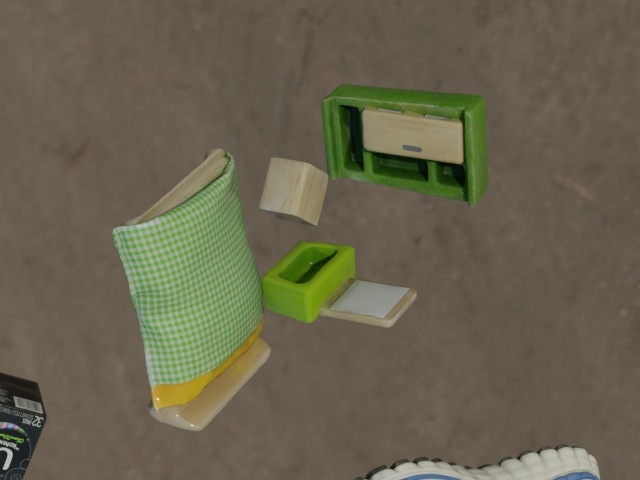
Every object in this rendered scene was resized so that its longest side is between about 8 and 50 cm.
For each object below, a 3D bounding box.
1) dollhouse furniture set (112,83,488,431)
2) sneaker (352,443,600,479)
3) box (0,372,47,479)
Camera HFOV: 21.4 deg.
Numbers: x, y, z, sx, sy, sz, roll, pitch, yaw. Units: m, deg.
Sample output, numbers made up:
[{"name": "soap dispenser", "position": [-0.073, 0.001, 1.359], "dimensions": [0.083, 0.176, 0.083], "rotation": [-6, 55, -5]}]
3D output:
[{"name": "dollhouse furniture set", "position": [0.000, 0.000, 0.555], "dimensions": [0.058, 0.152, 0.076], "rotation": [10, 122, 26]}, {"name": "sneaker", "position": [0.102, 0.247, 1.255], "dimensions": [0.130, 0.330, 0.147], "rotation": [-56, 49, 45]}, {"name": "box", "position": [-0.213, 0.127, 1.045], "dimensions": [0.062, 0.052, 0.083], "rotation": [18, 105, -21]}]
